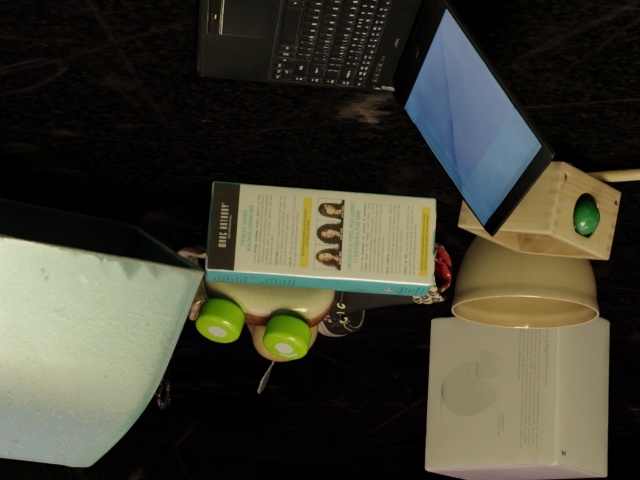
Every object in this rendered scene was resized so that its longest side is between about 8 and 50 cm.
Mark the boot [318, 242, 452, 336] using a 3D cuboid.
[{"bbox_3d":[0.075,0.062,1.933,0.178,0.085,0.236,1,158,15],"label":"boot"}]

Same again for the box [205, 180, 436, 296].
[{"bbox_3d":[0.000,0.000,1.705,0.244,0.101,0.060,5,165,-3],"label":"box"}]

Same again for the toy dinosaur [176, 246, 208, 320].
[{"bbox_3d":[-0.194,0.051,2.023,0.118,0.064,0.268,-10,165,-5],"label":"toy dinosaur"}]

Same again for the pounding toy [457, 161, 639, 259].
[{"bbox_3d":[0.236,-0.041,1.548,0.141,0.100,0.130,4,169,42],"label":"pounding toy"}]

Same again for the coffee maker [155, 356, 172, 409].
[{"bbox_3d":[-0.301,0.147,2.189,0.178,0.171,0.120,3,-179,7],"label":"coffee maker"}]

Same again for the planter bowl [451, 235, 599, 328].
[{"bbox_3d":[0.227,0.029,1.745,0.162,0.109,0.162,3,166,1],"label":"planter bowl"}]

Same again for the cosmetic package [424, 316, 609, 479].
[{"bbox_3d":[0.279,0.218,2.219,0.224,0.224,0.138,-10,159,43],"label":"cosmetic package"}]

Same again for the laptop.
[{"bbox_3d":[0.030,-0.105,1.237,0.264,0.137,0.234,5,164,-4],"label":"laptop"}]

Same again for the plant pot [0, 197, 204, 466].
[{"bbox_3d":[-0.309,0.104,1.726,0.247,0.252,0.247,12,-172,-28],"label":"plant pot"}]

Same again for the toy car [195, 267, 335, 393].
[{"bbox_3d":[-0.060,0.087,1.809,0.149,0.155,0.188,14,145,6],"label":"toy car"}]
